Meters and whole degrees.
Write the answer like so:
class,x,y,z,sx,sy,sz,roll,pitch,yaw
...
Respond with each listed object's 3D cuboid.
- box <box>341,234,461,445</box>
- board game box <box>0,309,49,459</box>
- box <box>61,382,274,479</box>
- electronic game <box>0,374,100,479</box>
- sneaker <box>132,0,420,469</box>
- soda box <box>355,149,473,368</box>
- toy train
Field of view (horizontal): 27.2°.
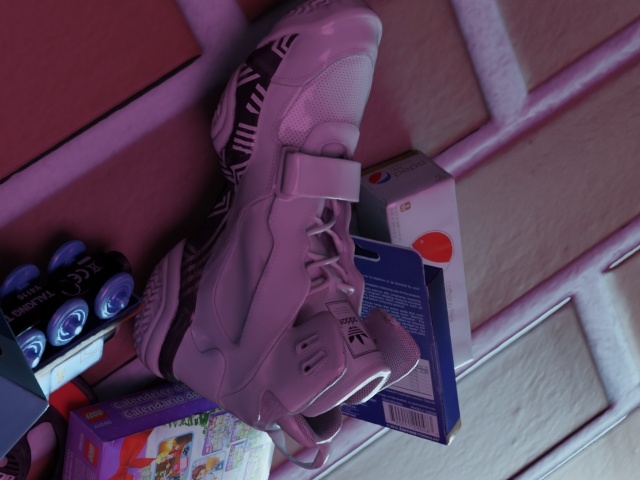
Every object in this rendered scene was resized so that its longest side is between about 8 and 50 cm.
class,x,y,z,sx,sy,sz,roll,pitch,yaw
box,0.053,0.079,1.202,0.036,0.136,0.225,-48,140,-40
board game box,-0.353,-0.005,0.835,0.079,0.254,0.336,-48,129,4
box,-0.147,0.266,1.217,0.201,0.057,0.293,-12,123,-42
electronic game,-0.291,0.191,1.121,0.229,0.048,0.229,-14,123,-23
sneaker,0.000,0.000,1.058,0.137,0.210,0.366,0,122,-55
soda box,0.088,0.028,1.234,0.074,0.069,0.216,-23,127,-18
toy train,-0.220,0.074,1.041,0.184,0.080,0.105,-36,150,-44
